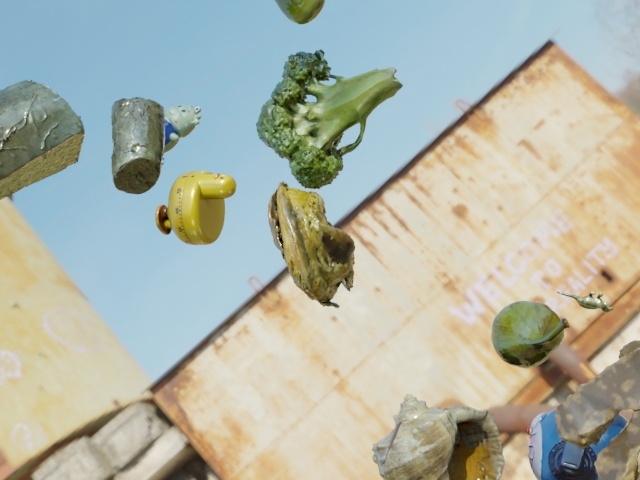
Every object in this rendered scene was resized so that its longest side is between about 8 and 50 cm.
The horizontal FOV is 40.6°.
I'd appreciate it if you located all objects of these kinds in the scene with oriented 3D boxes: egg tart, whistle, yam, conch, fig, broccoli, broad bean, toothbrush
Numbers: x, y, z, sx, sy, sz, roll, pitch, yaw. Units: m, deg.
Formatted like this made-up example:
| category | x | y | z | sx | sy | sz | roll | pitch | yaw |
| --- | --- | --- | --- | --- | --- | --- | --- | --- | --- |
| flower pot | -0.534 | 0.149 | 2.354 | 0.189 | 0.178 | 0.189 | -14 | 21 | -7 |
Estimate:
| category | x | y | z | sx | sy | sz | roll | pitch | yaw |
| --- | --- | --- | --- | --- | --- | --- | --- | --- | --- |
| egg tart | 0.000 | 0.000 | 1.744 | 0.132 | 0.297 | 0.297 | -24 | -9 | 9 |
| whistle | -0.431 | -0.299 | 2.378 | 0.244 | 0.110 | 0.092 | -34 | -37 | -8 |
| yam | -0.336 | -0.182 | 1.593 | 0.107 | 0.183 | 0.107 | -4 | -28 | -2 |
| conch | 0.263 | 0.498 | 1.959 | 0.297 | 0.352 | 0.210 | -20 | 20 | -24 |
| fig | 0.427 | 0.185 | 1.700 | 0.149 | 0.149 | 0.245 | -42 | 0 | -7 |
| broccoli | 0.010 | -0.278 | 1.832 | 0.302 | 0.254 | 0.186 | -46 | -23 | 6 |
| broad bean | -0.053 | -0.515 | 1.708 | 0.082 | 0.174 | 0.124 | -27 | -19 | -48 |
| toothbrush | 0.092 | 0.267 | 1.145 | 0.008 | 0.006 | 0.097 | -28 | -35 | -40 |
| yam | -0.633 | -0.189 | 1.721 | 0.271 | 0.201 | 0.202 | -48 | 0 | -34 |

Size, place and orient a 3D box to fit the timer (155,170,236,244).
| category | x | y | z | sx | sy | sz | roll | pitch | yaw |
| --- | --- | --- | --- | --- | --- | --- | --- | --- | --- |
| timer | -0.161 | -0.047 | 1.206 | 0.109 | 0.107 | 0.107 | 0 | 0 | 17 |

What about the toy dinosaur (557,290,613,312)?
| category | x | y | z | sx | sy | sz | roll | pitch | yaw |
| --- | --- | --- | --- | --- | --- | --- | --- | --- | --- |
| toy dinosaur | 0.551 | 0.129 | 1.803 | 0.060 | 0.119 | 0.029 | 77 | -156 | -59 |

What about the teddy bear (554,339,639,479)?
| category | x | y | z | sx | sy | sz | roll | pitch | yaw |
| --- | --- | --- | --- | --- | --- | --- | --- | --- | --- |
| teddy bear | 0.547 | 0.255 | 1.361 | 0.222 | 0.246 | 0.296 | 26 | -73 | -37 |

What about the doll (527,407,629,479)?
| category | x | y | z | sx | sy | sz | roll | pitch | yaw |
| --- | --- | --- | --- | --- | --- | --- | --- | --- | --- |
| doll | 0.531 | 0.476 | 1.772 | 0.284 | 0.240 | 0.310 | 33 | -111 | -58 |

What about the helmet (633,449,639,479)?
| category | x | y | z | sx | sy | sz | roll | pitch | yaw |
| --- | --- | --- | --- | --- | --- | --- | --- | --- | --- |
| helmet | 0.373 | 0.194 | 0.761 | 0.224 | 0.130 | 0.198 | -12 | 23 | 38 |
